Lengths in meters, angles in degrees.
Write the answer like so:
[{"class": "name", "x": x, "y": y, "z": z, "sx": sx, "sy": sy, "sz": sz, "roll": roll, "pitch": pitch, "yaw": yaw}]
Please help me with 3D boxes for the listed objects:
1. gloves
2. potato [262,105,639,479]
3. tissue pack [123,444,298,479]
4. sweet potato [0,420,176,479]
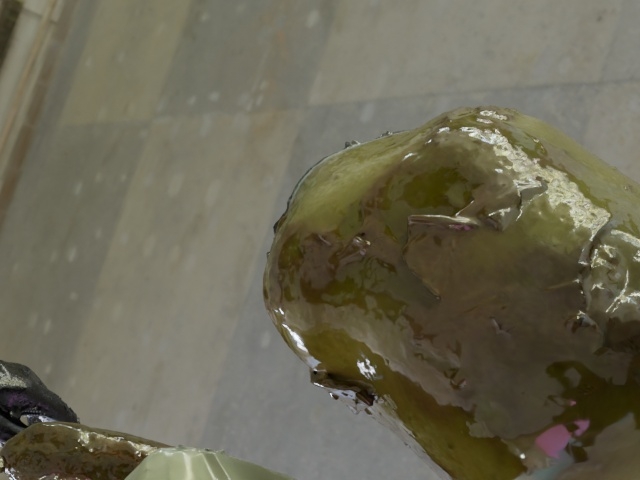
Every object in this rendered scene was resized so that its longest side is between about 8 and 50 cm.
[{"class": "gloves", "x": -0.365, "y": 0.213, "z": 1.350, "sx": 0.129, "sy": 0.180, "sz": 0.106, "roll": -11, "pitch": 58, "yaw": 57}, {"class": "potato", "x": 0.123, "y": 0.040, "z": 0.678, "sx": 0.246, "sy": 0.299, "sz": 0.196, "roll": -59, "pitch": 9, "yaw": -7}, {"class": "tissue pack", "x": -0.088, "y": 0.362, "z": 0.659, "sx": 0.297, "sy": 0.207, "sz": 0.380, "roll": -47, "pitch": 32, "yaw": 32}, {"class": "sweet potato", "x": -0.170, "y": 0.222, "z": 1.026, "sx": 0.075, "sy": 0.273, "sz": 0.075, "roll": -169, "pitch": 90, "yaw": -90}]
